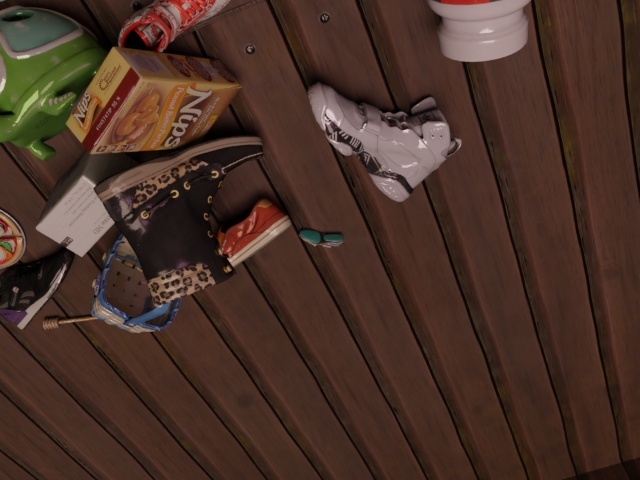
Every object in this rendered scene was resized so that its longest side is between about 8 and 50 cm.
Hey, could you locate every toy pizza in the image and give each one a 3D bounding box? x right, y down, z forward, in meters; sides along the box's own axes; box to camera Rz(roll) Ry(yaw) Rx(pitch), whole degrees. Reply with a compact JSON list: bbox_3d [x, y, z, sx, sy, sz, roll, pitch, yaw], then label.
[{"bbox_3d":[-0.812,-0.003,1.604,0.201,0.032,0.201,-3,127,-4],"label":"toy pizza"}]

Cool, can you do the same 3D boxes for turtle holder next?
[{"bbox_3d":[-0.551,-0.292,1.260,0.227,0.243,0.320,46,75,-4],"label":"turtle holder"}]

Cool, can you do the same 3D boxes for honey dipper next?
[{"bbox_3d":[-0.652,0.212,1.788,0.160,0.030,0.030,-6,127,-5],"label":"honey dipper"}]

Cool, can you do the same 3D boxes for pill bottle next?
[{"bbox_3d":[0.287,-0.527,1.211,0.210,0.210,0.363,-12,127,3],"label":"pill bottle"}]

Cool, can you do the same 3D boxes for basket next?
[{"bbox_3d":[-0.402,0.088,1.559,0.201,0.255,0.289,34,138,-32],"label":"basket"}]

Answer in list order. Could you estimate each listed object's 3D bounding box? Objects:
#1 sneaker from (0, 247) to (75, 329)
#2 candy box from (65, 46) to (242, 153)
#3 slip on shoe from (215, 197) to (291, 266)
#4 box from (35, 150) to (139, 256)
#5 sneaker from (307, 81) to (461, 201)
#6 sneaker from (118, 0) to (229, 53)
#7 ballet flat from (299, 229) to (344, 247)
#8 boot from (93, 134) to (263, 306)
[{"bbox_3d":[-0.720,0.105,1.655,0.124,0.107,0.283,36,116,-21],"label":"sneaker"},{"bbox_3d":[-0.310,-0.265,1.298,0.087,0.316,0.183,49,116,11],"label":"candy box"},{"bbox_3d":[-0.217,0.009,1.640,0.331,0.123,0.101,-35,90,25],"label":"slip on shoe"},{"bbox_3d":[-0.503,-0.097,1.471,0.119,0.182,0.181,37,115,-28],"label":"box"},{"bbox_3d":[0.145,-0.252,1.455,0.210,0.137,0.366,-36,127,19],"label":"sneaker"},{"bbox_3d":[-0.263,-0.429,1.267,0.270,0.145,0.090,-26,122,14],"label":"sneaker"},{"bbox_3d":[0.000,0.000,1.688,0.114,0.041,0.041,7,126,-10],"label":"ballet flat"},{"bbox_3d":[-0.249,-0.053,1.417,0.377,0.138,0.284,-24,96,-34],"label":"boot"}]
